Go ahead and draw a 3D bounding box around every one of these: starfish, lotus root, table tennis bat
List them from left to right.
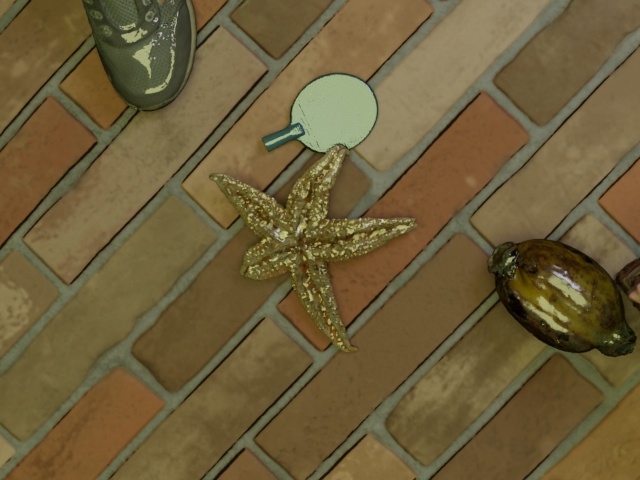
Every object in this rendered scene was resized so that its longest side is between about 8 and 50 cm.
[{"bbox_3d":[-0.001,-0.152,1.806,0.155,0.019,0.100,-25,96,6],"label":"table tennis bat"},{"bbox_3d":[0.000,0.001,1.802,0.231,0.048,0.295,-33,96,10],"label":"starfish"},{"bbox_3d":[0.301,0.071,1.753,0.209,0.120,0.120,36,98,3],"label":"lotus root"}]

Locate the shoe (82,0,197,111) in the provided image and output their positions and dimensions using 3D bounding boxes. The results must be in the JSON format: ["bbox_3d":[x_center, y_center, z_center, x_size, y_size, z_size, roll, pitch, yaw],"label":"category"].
[{"bbox_3d":[-0.244,-0.324,1.735,0.132,0.171,0.336,-14,94,6],"label":"shoe"}]

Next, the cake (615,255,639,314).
[{"bbox_3d":[0.525,0.082,1.648,0.256,0.290,0.282,-38,94,9],"label":"cake"}]
